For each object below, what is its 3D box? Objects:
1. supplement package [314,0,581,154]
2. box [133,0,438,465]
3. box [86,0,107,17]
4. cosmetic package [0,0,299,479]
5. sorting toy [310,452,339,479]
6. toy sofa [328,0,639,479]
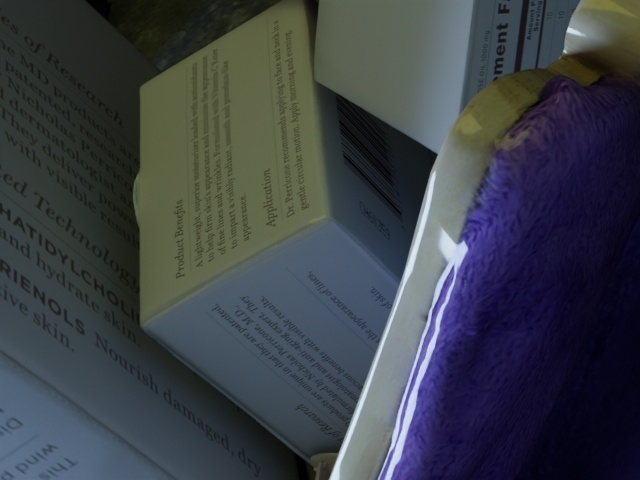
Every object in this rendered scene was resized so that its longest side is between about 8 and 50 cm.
[{"bbox_3d":[0.136,-0.130,0.786,0.139,0.244,0.134,38,129,53],"label":"supplement package"},{"bbox_3d":[0.000,0.000,0.874,0.119,0.182,0.181,-28,42,22],"label":"box"},{"bbox_3d":[-0.263,-0.138,1.326,0.158,0.093,0.156,-30,41,23],"label":"box"},{"bbox_3d":[-0.246,0.054,0.947,0.329,0.327,0.394,-34,38,17],"label":"cosmetic package"},{"bbox_3d":[0.030,0.152,0.830,0.075,0.045,0.083,-12,49,28],"label":"sorting toy"},{"bbox_3d":[0.094,0.098,0.516,0.150,0.362,0.177,31,36,18],"label":"toy sofa"}]
